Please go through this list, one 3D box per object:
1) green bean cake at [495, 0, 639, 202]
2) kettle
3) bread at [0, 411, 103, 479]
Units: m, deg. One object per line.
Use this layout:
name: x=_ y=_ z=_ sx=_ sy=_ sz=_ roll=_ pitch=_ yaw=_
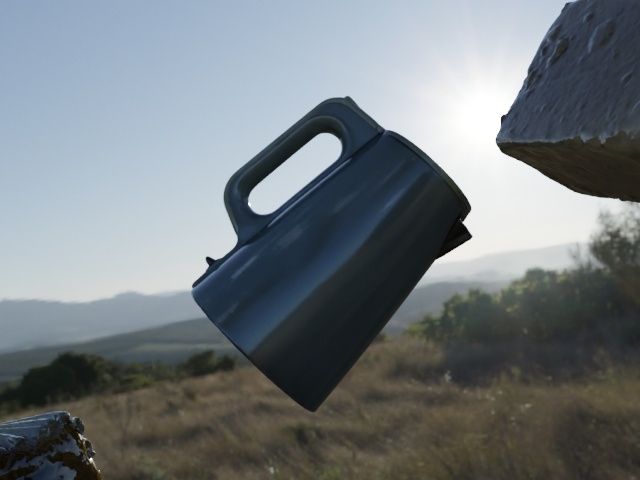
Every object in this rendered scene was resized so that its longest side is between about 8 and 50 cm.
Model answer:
green bean cake: x=0.185 y=-0.083 z=0.471 sx=0.085 sy=0.109 sz=0.179 roll=28 pitch=0 yaw=-15
kettle: x=0.000 y=0.000 z=0.791 sx=0.243 sy=0.210 sz=0.160 roll=-47 pitch=-18 yaw=-4
bread: x=-0.228 y=0.232 z=0.558 sx=0.110 sy=0.209 sz=0.192 roll=0 pitch=14 yaw=33
